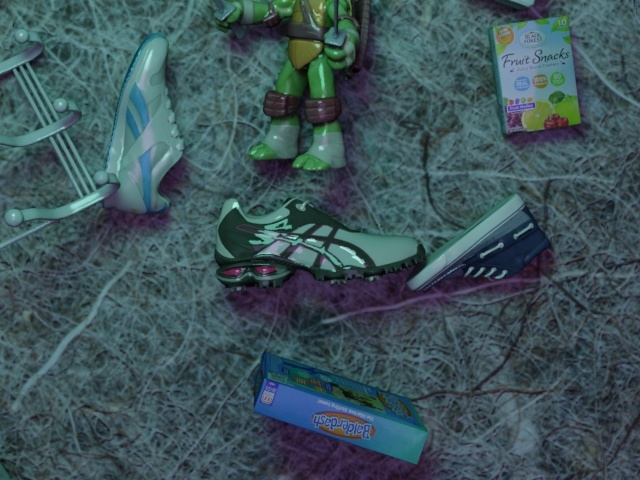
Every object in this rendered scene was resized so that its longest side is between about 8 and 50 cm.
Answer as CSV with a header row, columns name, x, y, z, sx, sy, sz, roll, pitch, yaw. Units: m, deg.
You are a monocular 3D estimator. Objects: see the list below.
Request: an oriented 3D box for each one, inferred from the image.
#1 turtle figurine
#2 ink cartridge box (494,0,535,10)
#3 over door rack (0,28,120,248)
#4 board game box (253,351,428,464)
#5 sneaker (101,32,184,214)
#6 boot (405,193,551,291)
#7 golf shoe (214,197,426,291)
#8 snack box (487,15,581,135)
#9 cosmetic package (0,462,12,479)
name,x,y,z,sx,sy,sz,roll,pitch,yaw
turtle figurine,-0.048,-0.221,1.246,0.198,0.274,0.266,5,104,11
ink cartridge box,0.238,-0.381,1.325,0.109,0.063,0.150,18,95,-5
over door rack,-0.437,-0.085,1.256,0.324,0.108,0.239,-30,76,-1
board game box,0.021,0.208,1.320,0.210,0.160,0.047,18,95,-4
sneaker,-0.215,-0.146,1.315,0.092,0.087,0.228,11,102,-11
boot,0.208,0.027,1.358,0.190,0.069,0.086,-37,94,-1
golf shoe,0.000,0.000,1.330,0.273,0.105,0.120,-2,89,-4
snack box,0.278,-0.213,1.356,0.100,0.037,0.141,-9,96,-4
cosmetic package,-0.502,0.371,1.302,0.230,0.161,0.453,-30,96,0
